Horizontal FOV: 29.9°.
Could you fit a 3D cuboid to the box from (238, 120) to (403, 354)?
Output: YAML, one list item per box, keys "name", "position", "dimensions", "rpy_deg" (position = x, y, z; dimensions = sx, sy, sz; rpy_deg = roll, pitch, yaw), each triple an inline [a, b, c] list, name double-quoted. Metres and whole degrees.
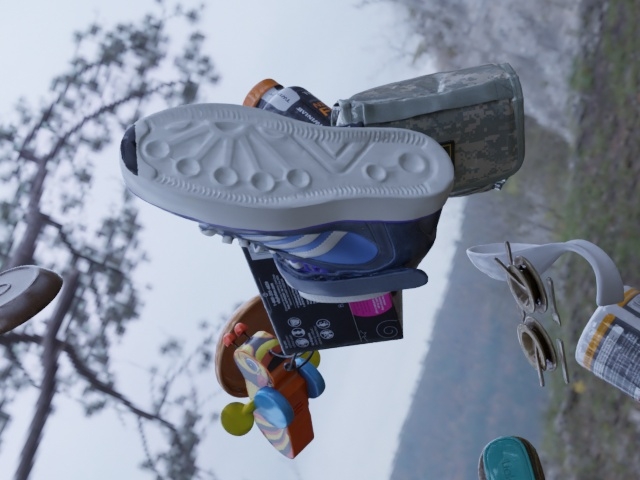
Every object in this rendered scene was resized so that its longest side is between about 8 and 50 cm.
- name: "box"
  position: [0.000, 0.000, 1.459]
  dimensions: [0.142, 0.163, 0.247]
  rpy_deg: [-85, -18, -48]

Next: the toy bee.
- name: "toy bee"
  position: [-0.071, 0.199, 1.850]
  dimensions: [0.195, 0.162, 0.298]
  rpy_deg: [-24, -39, -48]

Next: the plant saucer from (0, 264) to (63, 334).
- name: "plant saucer"
  position: [-0.522, 0.095, 1.977]
  dimensions: [0.036, 0.199, 0.198]
  rpy_deg: [67, -149, -25]

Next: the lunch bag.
- name: "lunch bag"
  position: [0.139, -0.139, 1.612]
  dimensions: [0.287, 0.235, 0.168]
  rpy_deg: [87, 173, -82]

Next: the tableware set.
- name: "tableware set"
  position: [0.293, 0.111, 1.696]
  dimensions: [0.128, 0.039, 0.194]
  rpy_deg: [-131, 21, -56]

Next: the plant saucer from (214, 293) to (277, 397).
- name: "plant saucer"
  position: [-0.108, 0.170, 2.022]
  dimensions: [0.200, 0.037, 0.200]
  rpy_deg: [-31, -46, -37]

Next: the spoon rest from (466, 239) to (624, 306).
- name: "spoon rest"
  position: [0.345, 0.030, 1.843]
  dimensions: [0.137, 0.276, 0.084]
  rpy_deg: [-7, -75, -38]

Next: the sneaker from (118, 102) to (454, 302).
- name: "sneaker"
  position: [-0.044, -0.010, 1.174]
  dimensions: [0.236, 0.323, 0.130]
  rpy_deg: [112, 155, -53]

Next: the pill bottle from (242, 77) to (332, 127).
- name: "pill bottle"
  position: [-0.025, -0.181, 2.075]
  dimensions: [0.130, 0.246, 0.130]
  rpy_deg: [-41, -24, -22]

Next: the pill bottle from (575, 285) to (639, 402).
- name: "pill bottle"
  position: [0.574, 0.206, 1.965]
  dimensions: [0.162, 0.278, 0.162]
  rpy_deg: [-40, -30, -29]

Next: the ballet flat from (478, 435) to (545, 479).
- name: "ballet flat"
  position: [0.290, 0.442, 1.667]
  dimensions: [0.124, 0.116, 0.342]
  rpy_deg: [59, -162, -53]
